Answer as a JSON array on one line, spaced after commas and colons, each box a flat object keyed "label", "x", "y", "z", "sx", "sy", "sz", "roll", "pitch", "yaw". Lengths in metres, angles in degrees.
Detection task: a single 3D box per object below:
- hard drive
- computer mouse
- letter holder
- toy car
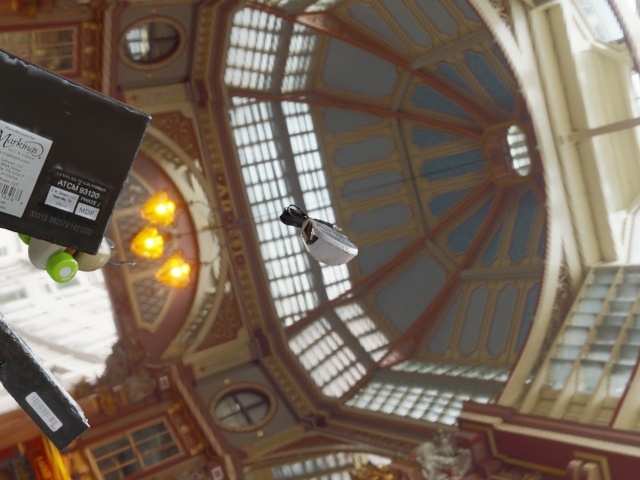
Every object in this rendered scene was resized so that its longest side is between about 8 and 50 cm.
[{"label": "hard drive", "x": -0.489, "y": 0.180, "z": 1.177, "sx": 0.339, "sy": 0.064, "sz": 0.237, "roll": 7, "pitch": -47, "yaw": 59}, {"label": "computer mouse", "x": 0.000, "y": 0.000, "z": 1.043, "sx": 0.042, "sy": 0.106, "sz": 0.193, "roll": -61, "pitch": -167, "yaw": 7}, {"label": "letter holder", "x": -0.361, "y": -0.120, "z": 0.725, "sx": 0.214, "sy": 0.301, "sz": 0.152, "roll": 22, "pitch": -89, "yaw": 51}, {"label": "toy car", "x": -0.434, "y": 0.001, "z": 1.399, "sx": 0.155, "sy": 0.188, "sz": 0.149, "roll": 39, "pitch": -80, "yaw": 36}]
